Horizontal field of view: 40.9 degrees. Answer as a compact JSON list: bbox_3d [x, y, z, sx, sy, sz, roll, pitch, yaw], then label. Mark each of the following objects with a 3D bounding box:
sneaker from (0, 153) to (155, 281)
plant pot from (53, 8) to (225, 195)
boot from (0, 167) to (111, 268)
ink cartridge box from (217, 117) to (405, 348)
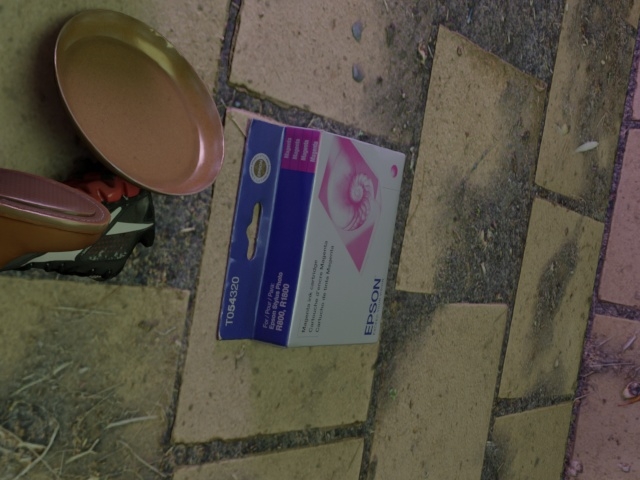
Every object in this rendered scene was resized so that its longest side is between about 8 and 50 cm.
[{"bbox_3d":[-0.282,-0.002,0.930,0.276,0.097,0.135,-30,118,-46],"label":"sneaker"},{"bbox_3d":[-0.205,-0.151,0.971,0.236,0.032,0.236,32,42,-36],"label":"plant pot"},{"bbox_3d":[-0.339,0.049,0.775,0.283,0.109,0.220,2,109,-16],"label":"boot"},{"bbox_3d":[0.000,0.000,1.314,0.330,0.071,0.324,5,95,-53],"label":"ink cartridge box"}]
